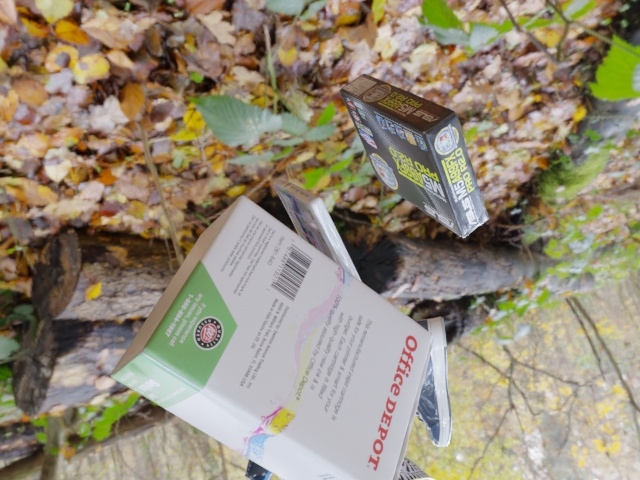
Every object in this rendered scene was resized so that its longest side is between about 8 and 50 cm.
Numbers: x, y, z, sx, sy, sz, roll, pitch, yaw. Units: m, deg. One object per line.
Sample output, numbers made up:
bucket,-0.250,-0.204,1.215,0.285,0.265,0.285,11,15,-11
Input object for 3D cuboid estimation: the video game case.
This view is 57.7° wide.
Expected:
video game case,0.000,0.000,0.748,0.019,0.157,0.143,-32,-156,-11

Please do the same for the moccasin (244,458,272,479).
moccasin,-0.091,0.294,1.140,0.117,0.342,0.137,21,152,-3

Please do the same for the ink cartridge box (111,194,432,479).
ink cartridge box,-0.036,0.121,0.616,0.117,0.278,0.201,-36,-157,49

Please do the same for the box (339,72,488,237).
box,0.153,-0.150,0.984,0.060,0.270,0.216,-35,128,-8

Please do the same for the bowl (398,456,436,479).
bowl,0.081,0.366,0.861,0.170,0.080,0.170,-17,137,-16

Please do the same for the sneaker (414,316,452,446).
sneaker,0.117,0.224,0.896,0.163,0.226,0.086,-7,-159,8
